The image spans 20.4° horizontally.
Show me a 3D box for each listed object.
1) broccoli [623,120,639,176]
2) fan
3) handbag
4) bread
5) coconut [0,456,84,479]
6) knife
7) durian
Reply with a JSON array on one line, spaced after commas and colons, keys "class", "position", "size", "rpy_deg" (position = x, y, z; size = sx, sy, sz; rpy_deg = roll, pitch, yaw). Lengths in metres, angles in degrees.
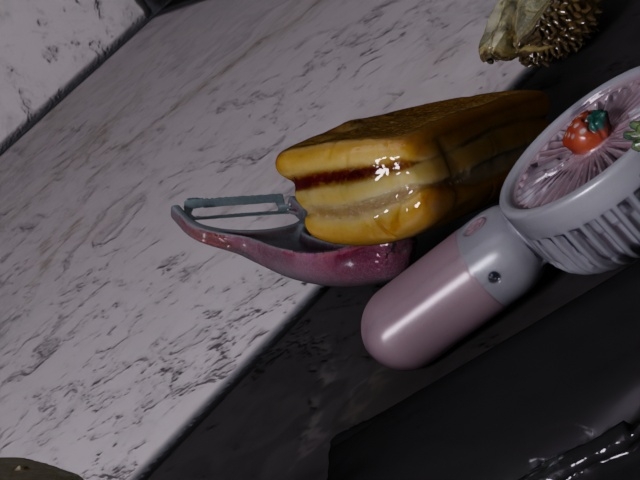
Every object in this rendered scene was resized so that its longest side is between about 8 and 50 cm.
[{"class": "broccoli", "position": [0.197, -0.084, 0.854], "size": [0.118, 0.204, 0.122], "rpy_deg": [-40, 50, 0]}, {"class": "fan", "position": [0.122, -0.008, 1.021], "size": [0.244, 0.074, 0.130], "rpy_deg": [-38, 17, 16]}, {"class": "handbag", "position": [0.110, 0.106, 0.731], "size": [0.275, 0.088, 0.244], "rpy_deg": [-30, 17, 20]}, {"class": "bread", "position": [0.067, -0.050, 1.139], "size": [0.116, 0.077, 0.200], "rpy_deg": [-12, 6, 36]}, {"class": "coconut", "position": [-0.130, 0.200, 0.725], "size": [0.241, 0.241, 0.241], "rpy_deg": [-34, 18, 13]}, {"class": "knife", "position": [0.000, 0.002, 1.274], "size": [0.123, 0.053, 0.278], "rpy_deg": [-10, 12, -25]}, {"class": "durian", "position": [0.171, -0.177, 1.339], "size": [0.110, 0.071, 0.140], "rpy_deg": [-34, 33, 31]}]
